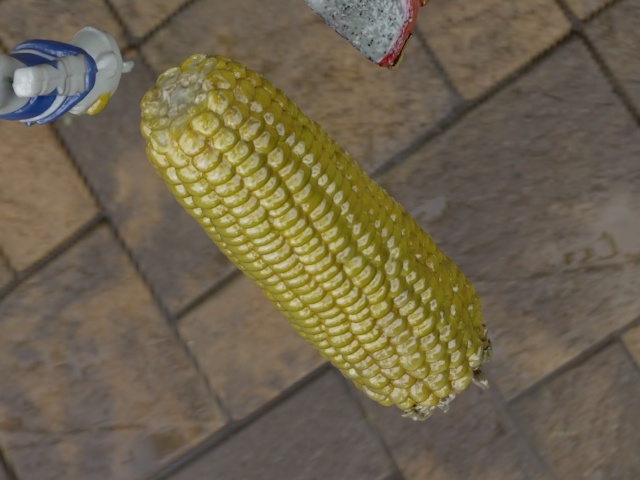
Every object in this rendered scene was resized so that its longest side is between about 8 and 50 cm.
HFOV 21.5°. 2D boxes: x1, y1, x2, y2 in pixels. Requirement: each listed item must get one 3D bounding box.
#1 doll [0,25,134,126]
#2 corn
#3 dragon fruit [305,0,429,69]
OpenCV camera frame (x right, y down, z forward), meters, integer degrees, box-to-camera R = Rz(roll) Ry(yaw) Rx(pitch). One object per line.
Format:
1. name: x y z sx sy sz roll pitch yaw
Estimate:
1. doll: -0.190 -0.096 1.050 0.114 0.227 0.057 -4 101 39
2. corn: 0.000 0.000 1.031 0.106 0.305 0.106 -25 42 24
3. dragon fruit: 0.031 -0.154 1.054 0.083 0.060 0.056 38 111 -1
